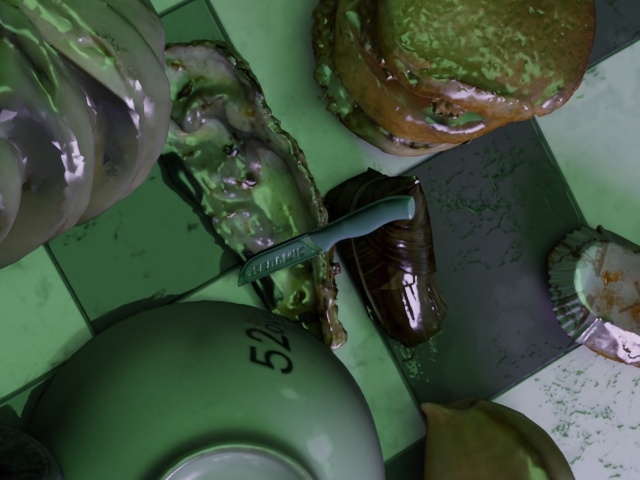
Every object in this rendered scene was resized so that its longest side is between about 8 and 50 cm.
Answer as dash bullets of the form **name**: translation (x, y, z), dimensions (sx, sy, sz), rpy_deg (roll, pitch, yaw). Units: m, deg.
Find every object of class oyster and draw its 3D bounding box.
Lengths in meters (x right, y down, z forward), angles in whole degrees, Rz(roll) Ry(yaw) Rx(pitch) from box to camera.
- **oyster**: translation (-0.061, -0.038, 1.558), dimensions (0.129, 0.078, 0.345), rpy_deg (-23, 103, 17)

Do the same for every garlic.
- **garlic**: translation (0.141, 0.321, 1.610), dimensions (0.196, 0.151, 0.338), rpy_deg (18, 99, -5)

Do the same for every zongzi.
- **zongzi**: translation (0.087, 0.023, 1.544), dimensions (0.084, 0.184, 0.187), rpy_deg (-27, 99, -18)

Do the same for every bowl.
- **bowl**: translation (-0.094, 0.241, 1.472), dimensions (0.354, 0.185, 0.353), rpy_deg (-2, 99, -12)

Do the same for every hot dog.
- **hot dog**: translation (0.345, 0.073, 1.687), dimensions (0.253, 0.069, 0.131), rpy_deg (21, 76, -19)

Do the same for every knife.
- **knife**: translation (0.000, 0.000, 1.503), dimensions (0.028, 0.210, 0.015), rpy_deg (57, 33, -17)

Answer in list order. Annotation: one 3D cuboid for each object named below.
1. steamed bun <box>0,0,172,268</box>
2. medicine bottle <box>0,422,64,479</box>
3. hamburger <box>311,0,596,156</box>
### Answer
- **steamed bun**: translation (-0.297, -0.114, 1.345), dimensions (0.352, 0.247, 0.339), rpy_deg (21, 112, -26)
- **medicine bottle**: translation (-0.318, 0.304, 1.400), dimensions (0.165, 0.165, 0.273), rpy_deg (5, 114, -17)
- **hamburger**: translation (0.112, -0.201, 1.532), dimensions (0.260, 0.211, 0.245), rpy_deg (-37, 97, -17)
